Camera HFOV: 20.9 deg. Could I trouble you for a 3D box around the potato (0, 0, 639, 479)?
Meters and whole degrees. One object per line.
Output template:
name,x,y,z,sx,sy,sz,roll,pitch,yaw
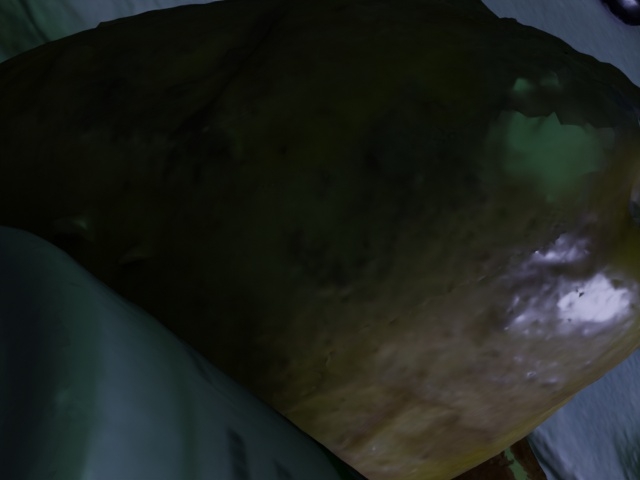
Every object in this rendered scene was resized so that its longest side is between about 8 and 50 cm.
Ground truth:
potato,0.000,0.000,0.602,0.229,0.266,0.229,31,48,-42

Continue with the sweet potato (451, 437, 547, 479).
sweet potato,0.061,0.072,0.826,0.056,0.056,0.195,3,60,-53

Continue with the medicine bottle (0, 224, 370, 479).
medicine bottle,-0.059,0.150,0.430,0.232,0.238,0.238,41,39,-30

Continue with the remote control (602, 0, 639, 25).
remote control,0.222,-0.281,1.273,0.090,0.066,0.266,27,48,-48
